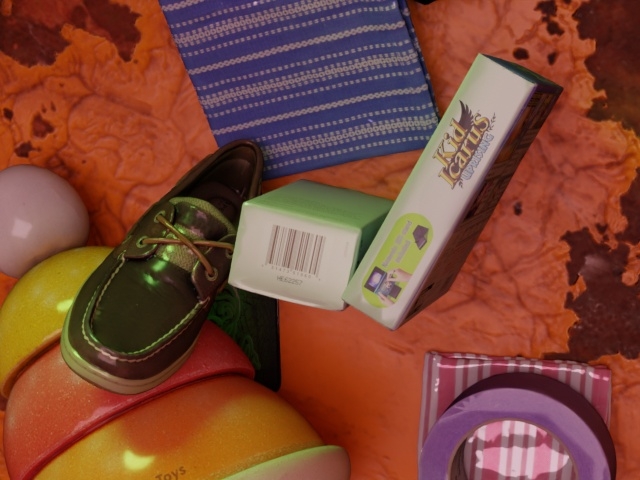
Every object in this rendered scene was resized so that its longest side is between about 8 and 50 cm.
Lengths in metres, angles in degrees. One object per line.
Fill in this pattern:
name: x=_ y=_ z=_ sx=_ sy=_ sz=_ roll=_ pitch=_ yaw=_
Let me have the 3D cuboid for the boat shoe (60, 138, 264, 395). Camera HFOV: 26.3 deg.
boat shoe: x=-0.134 y=0.008 z=1.294 sx=0.123 sy=0.342 sz=0.123 roll=29 pitch=127 yaw=6

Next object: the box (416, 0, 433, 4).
box: x=0.134 y=-0.352 z=1.322 sx=0.153 sy=0.108 sz=0.207 roll=-19 pitch=93 yaw=15

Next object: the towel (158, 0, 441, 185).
towel: x=-0.033 y=-0.212 z=1.338 sx=0.243 sy=0.040 sz=0.336 roll=-11 pitch=121 yaw=18

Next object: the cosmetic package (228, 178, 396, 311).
cosmetic package: x=0.000 y=0.000 z=1.330 sx=0.117 sy=0.231 sz=0.085 roll=14 pitch=99 yaw=12

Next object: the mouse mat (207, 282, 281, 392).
mouse mat: x=-0.118 y=0.073 z=1.484 sx=0.152 sy=0.007 sz=0.190 roll=-1 pitch=97 yaw=13

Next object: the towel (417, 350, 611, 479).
towel: x=0.198 y=0.192 z=1.412 sx=0.197 sy=0.029 sz=0.144 roll=4 pitch=97 yaw=13

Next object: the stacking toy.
stacking toy: x=-0.212 y=0.124 z=1.395 sx=0.350 sy=0.350 sz=0.480 roll=-31 pitch=73 yaw=15

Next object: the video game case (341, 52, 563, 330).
video game case: x=0.130 y=-0.051 z=1.274 sx=0.061 sy=0.269 sz=0.244 roll=32 pitch=102 yaw=10

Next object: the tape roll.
tape roll: x=0.197 y=0.230 z=1.362 sx=0.189 sy=0.080 sz=0.189 roll=2 pitch=97 yaw=15
